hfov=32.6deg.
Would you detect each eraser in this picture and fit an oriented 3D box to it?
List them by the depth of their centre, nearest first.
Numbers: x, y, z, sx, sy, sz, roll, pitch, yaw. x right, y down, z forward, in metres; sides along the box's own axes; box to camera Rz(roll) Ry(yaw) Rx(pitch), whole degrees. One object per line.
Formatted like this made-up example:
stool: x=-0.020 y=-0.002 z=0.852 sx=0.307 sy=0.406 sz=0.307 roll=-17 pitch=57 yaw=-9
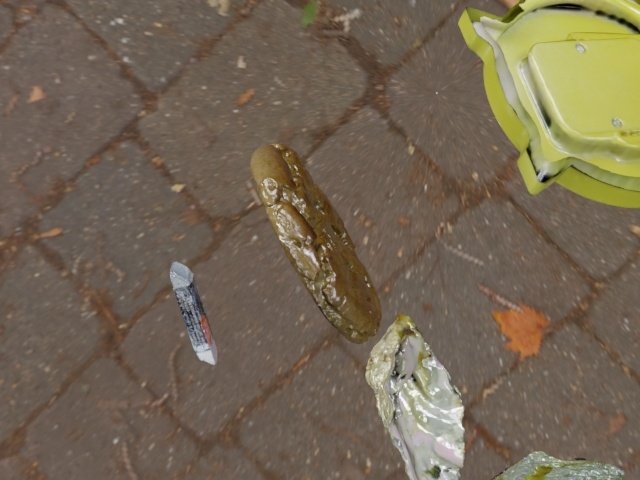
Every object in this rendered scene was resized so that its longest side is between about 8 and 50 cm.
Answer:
eraser: x=-0.110 y=0.064 z=0.959 sx=0.019 sy=0.027 sz=0.099 roll=-11 pitch=115 yaw=7

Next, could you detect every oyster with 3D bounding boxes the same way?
oyster: x=0.108 y=0.206 z=1.304 sx=0.072 sy=0.133 sz=0.209 roll=-17 pitch=102 yaw=45

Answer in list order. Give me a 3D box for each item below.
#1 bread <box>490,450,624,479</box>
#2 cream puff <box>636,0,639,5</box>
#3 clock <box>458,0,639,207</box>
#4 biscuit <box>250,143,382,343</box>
bread: x=0.281 y=0.378 z=1.431 sx=0.156 sy=0.158 sz=0.260 roll=50 pitch=119 yaw=8
cream puff: x=0.355 y=-0.341 z=1.371 sx=0.194 sy=0.195 sz=0.221 roll=-3 pitch=123 yaw=6
clock: x=0.303 y=-0.154 z=1.199 sx=0.293 sy=0.071 sz=0.277 roll=-1 pitch=60 yaw=-18
biscuit: x=0.000 y=0.000 z=1.076 sx=0.042 sy=0.226 sz=0.226 roll=-29 pitch=94 yaw=10
